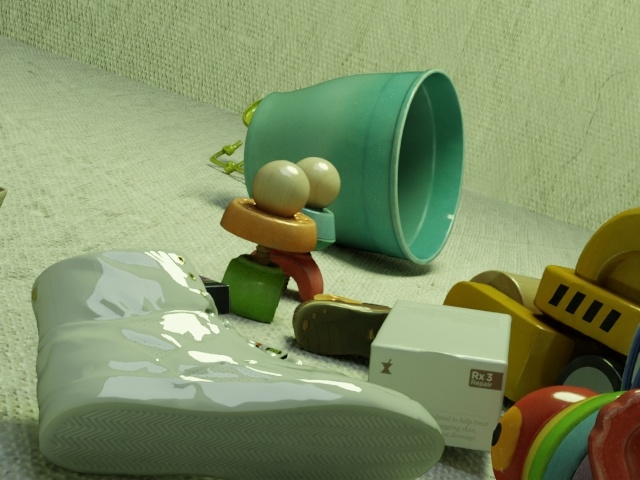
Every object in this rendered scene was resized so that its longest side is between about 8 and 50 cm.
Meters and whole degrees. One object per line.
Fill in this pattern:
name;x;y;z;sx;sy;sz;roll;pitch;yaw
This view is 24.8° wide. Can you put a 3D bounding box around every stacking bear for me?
stacking bear;0.203;0.172;1.008;0.164;0.175;0.289;14;3;-10

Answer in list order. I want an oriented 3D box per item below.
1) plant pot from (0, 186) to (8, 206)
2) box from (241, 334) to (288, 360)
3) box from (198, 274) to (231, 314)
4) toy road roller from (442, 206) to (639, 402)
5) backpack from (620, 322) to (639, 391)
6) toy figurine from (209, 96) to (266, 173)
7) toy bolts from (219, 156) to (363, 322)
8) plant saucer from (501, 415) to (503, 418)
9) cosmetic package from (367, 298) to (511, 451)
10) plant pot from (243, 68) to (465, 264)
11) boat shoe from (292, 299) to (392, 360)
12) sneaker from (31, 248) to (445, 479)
plant pot;-0.334;-0.008;1.193;0.109;0.096;0.109;18;10;2
box;-0.110;0.102;1.156;0.114;0.036;0.207;20;10;13
box;-0.153;0.046;1.245;0.116;0.029;0.162;-4;4;-19
toy road roller;0.299;0.071;1.468;0.203;0.240;0.329;11;11;-36
backpack;0.367;0.136;1.202;0.263;0.276;0.213;-14;22;-38
toy figurine;0.021;-0.095;2.387;0.363;0.191;0.217;18;-24;46
toy bolts;0.000;0.000;1.570;0.218;0.158;0.228;17;10;-4
plant saucer;0.176;0.178;1.311;0.083;0.015;0.083;17;10;-3
cosmetic package;0.108;0.116;1.297;0.117;0.085;0.231;7;9;9
plant pot;0.040;-0.112;2.060;0.255;0.271;0.272;6;4;24
boat shoe;0.058;0.090;1.449;0.178;0.064;0.060;13;12;-11
sneaker;-0.057;0.081;1.007;0.293;0.108;0.169;12;38;-28
